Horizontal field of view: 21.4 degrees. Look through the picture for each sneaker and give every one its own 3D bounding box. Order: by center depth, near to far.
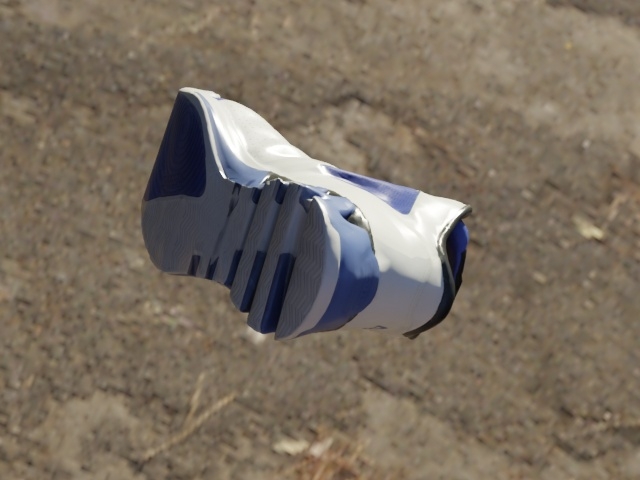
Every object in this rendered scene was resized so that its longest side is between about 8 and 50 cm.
[{"bbox_3d":[0.001,0.000,1.222,0.182,0.127,0.315,14,14,-31],"label":"sneaker"}]
